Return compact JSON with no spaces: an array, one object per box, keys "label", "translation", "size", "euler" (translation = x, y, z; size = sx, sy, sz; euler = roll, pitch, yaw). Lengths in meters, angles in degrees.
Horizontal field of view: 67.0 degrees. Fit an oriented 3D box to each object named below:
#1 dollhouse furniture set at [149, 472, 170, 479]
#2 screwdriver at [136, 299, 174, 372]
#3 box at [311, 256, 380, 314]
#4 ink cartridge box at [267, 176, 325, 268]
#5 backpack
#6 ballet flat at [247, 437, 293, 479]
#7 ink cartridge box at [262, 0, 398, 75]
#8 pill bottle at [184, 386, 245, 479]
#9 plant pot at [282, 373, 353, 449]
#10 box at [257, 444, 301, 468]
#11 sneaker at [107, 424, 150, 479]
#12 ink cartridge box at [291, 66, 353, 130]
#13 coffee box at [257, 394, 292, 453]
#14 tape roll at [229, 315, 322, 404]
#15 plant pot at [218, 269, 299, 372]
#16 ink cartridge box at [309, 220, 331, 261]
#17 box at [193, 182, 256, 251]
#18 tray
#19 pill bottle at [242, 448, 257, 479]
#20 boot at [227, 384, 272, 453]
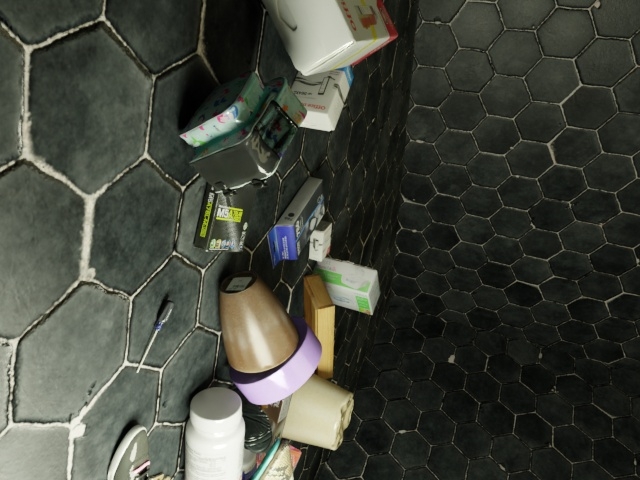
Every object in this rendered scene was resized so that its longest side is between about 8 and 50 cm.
[{"label":"dollhouse furniture set","translation":[-0.356,0.681,1.240],"size":[0.144,0.151,0.123],"euler":[43,62,-72]},{"label":"screwdriver","translation":[-0.368,0.211,1.069],"size":[0.169,0.024,0.025],"euler":[-68,-170,-17]},{"label":"box","translation":[0.115,0.193,2.098],"size":[0.231,0.262,0.126],"euler":[72,36,-60]},{"label":"ink cartridge box","translation":[-0.075,-0.060,1.673],"size":[0.165,0.065,0.332],"euler":[86,26,-45]},{"label":"backpack","translation":[-0.156,-0.244,1.033],"size":[0.191,0.225,0.253],"euler":[54,45,-27]},{"label":"ballet flat","translation":[-0.186,0.779,1.453],"size":[0.482,0.182,0.164],"euler":[-50,180,23]},{"label":"ink cartridge box","translation":[0.027,-0.597,1.231],"size":[0.279,0.161,0.384],"euler":[61,32,-11]},{"label":"pill bottle","translation":[-0.290,0.560,1.330],"size":[0.160,0.161,0.282],"euler":[-38,139,-62]},{"label":"plant pot","translation":[-0.044,0.657,1.897],"size":[0.334,0.306,0.333],"euler":[13,90,-72]},{"label":"box","translation":[-0.199,0.899,1.785],"size":[0.154,0.142,0.299],"euler":[-39,152,-65]},{"label":"sneaker","translation":[-0.388,0.564,1.067],"size":[0.105,0.147,0.295],"euler":[4,98,-70]},{"label":"ink cartridge box","translation":[-0.005,-0.445,1.456],"size":[0.086,0.148,0.203],"euler":[59,47,-64]},{"label":"coffee box","translation":[-0.189,0.589,1.684],"size":[0.098,0.141,0.246],"euler":[19,86,-72]},{"label":"tape roll","translation":[-0.135,0.353,1.450],"size":[0.090,0.275,0.274],"euler":[57,40,-22]},{"label":"plant pot","translation":[-0.191,0.206,1.339],"size":[0.215,0.216,0.230],"euler":[-55,138,-48]},{"label":"ink cartridge box","translation":[0.000,0.000,1.943],"size":[0.099,0.056,0.135],"euler":[-49,148,-55]},{"label":"box","translation":[-0.235,-0.064,1.221],"size":[0.191,0.045,0.184],"euler":[7,99,-72]},{"label":"tray","translation":[-0.011,0.361,1.985],"size":[0.202,0.076,0.410],"euler":[-118,-156,-51]},{"label":"pill bottle","translation":[-0.269,0.770,1.622],"size":[0.112,0.112,0.186],"euler":[-51,149,-53]},{"label":"boot","translation":[-0.213,0.594,1.507],"size":[0.094,0.246,0.207],"euler":[-23,132,-21]}]
